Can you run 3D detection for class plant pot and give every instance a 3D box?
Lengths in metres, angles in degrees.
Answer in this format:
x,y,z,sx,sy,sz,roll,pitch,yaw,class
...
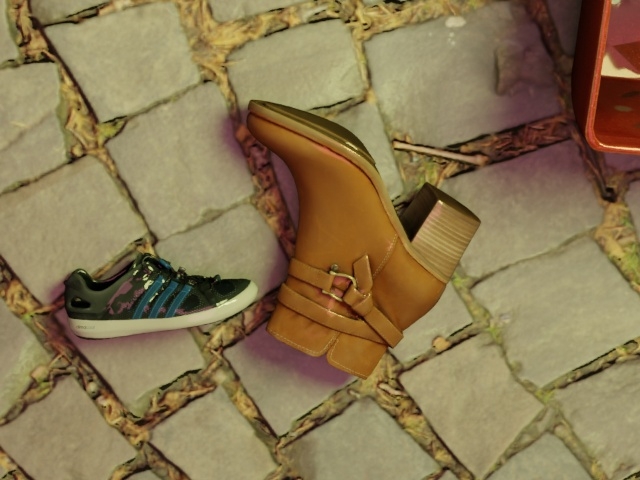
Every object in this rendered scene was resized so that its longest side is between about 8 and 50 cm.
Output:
x,y,z,sx,sy,sz,roll,pitch,yaw,class
0.372,-0.225,1.335,0.267,0.236,0.267,4,102,-5,plant pot

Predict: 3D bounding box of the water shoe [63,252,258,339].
x,y,z,sx,sy,sz,roll,pitch,yaw,class
-0.168,0.051,1.440,0.203,0.073,0.080,-10,101,-3,water shoe

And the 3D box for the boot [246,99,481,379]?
x,y,z,sx,sy,sz,roll,pitch,yaw,class
0.000,0.000,1.438,0.283,0.109,0.220,31,103,-18,boot
